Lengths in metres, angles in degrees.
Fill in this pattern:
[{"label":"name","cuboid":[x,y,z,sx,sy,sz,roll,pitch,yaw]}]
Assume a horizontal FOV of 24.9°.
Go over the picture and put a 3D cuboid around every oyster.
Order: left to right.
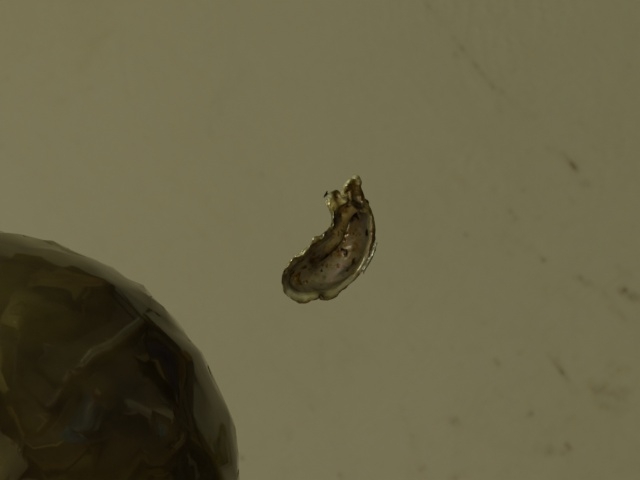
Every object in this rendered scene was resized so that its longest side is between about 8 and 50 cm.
[{"label":"oyster","cuboid":[0.000,0.000,1.040,0.083,0.081,0.038,-19,17,-23]}]

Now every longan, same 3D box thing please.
[{"label":"longan","cuboid":[-0.244,0.187,1.059,0.391,0.391,0.391,-37,-6,-5]}]
